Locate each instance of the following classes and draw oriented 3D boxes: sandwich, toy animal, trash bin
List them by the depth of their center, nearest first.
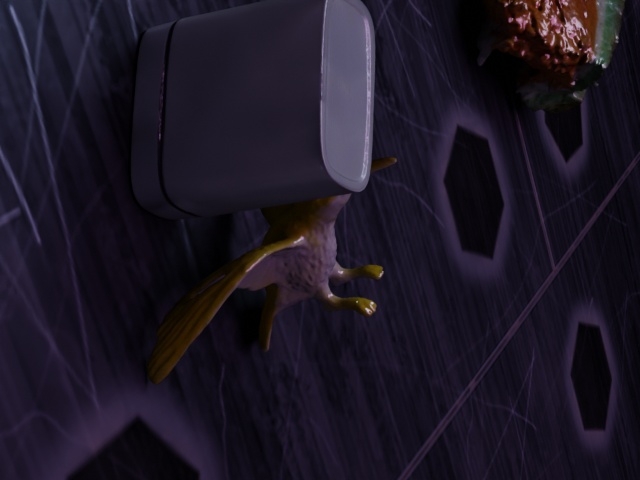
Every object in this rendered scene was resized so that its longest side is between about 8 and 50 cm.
[{"bbox_3d":[-0.039,-0.075,0.702,0.059,0.130,0.116,21,67,-55],"label":"trash bin"},{"bbox_3d":[0.000,0.000,0.750,0.095,0.155,0.219,51,34,-27],"label":"toy animal"},{"bbox_3d":[0.208,-0.225,1.181,0.160,0.109,0.184,23,59,-26],"label":"sandwich"}]
